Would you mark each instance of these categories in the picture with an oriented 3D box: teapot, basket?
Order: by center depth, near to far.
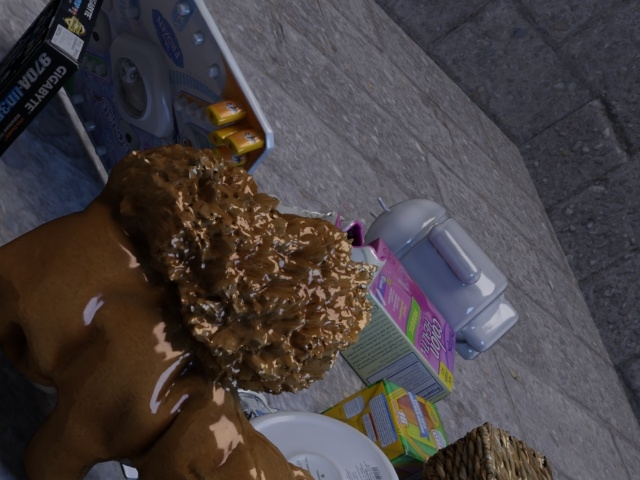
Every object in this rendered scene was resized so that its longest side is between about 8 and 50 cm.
[{"bbox_3d":[-0.033,0.337,1.406,0.253,0.187,0.256,28,37,14],"label":"teapot"},{"bbox_3d":[0.217,0.436,1.639,0.213,0.223,0.299,32,33,-41],"label":"basket"}]

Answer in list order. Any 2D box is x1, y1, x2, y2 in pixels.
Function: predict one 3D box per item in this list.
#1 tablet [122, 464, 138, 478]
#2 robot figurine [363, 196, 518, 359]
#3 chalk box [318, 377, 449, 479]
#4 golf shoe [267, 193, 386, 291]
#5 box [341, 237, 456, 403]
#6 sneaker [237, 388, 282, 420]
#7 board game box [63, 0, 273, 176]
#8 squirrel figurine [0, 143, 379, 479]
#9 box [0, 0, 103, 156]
[{"bbox_3d":[-0.218,0.237,1.370,0.054,0.006,0.083,22,39,-56],"label":"tablet"},{"bbox_3d":[0.219,0.063,2.292,0.353,0.200,0.300,49,-24,5],"label":"robot figurine"},{"bbox_3d":[0.117,0.320,1.819,0.213,0.132,0.132,31,33,-50],"label":"chalk box"},{"bbox_3d":[0.000,0.000,1.943,0.115,0.140,0.306,32,13,-48],"label":"golf shoe"},{"bbox_3d":[0.122,0.155,2.091,0.243,0.117,0.213,52,21,-15],"label":"box"},{"bbox_3d":[-0.087,0.243,1.595,0.135,0.052,0.058,38,32,-40],"label":"sneaker"},{"bbox_3d":[-0.237,-0.191,1.486,0.050,0.390,0.390,-21,77,-34],"label":"board game box"},{"bbox_3d":[-0.130,0.124,1.174,0.370,0.397,0.281,50,11,16],"label":"squirrel figurine"},{"bbox_3d":[-0.349,-0.185,1.384,0.051,0.220,0.175,36,27,-23],"label":"box"}]
